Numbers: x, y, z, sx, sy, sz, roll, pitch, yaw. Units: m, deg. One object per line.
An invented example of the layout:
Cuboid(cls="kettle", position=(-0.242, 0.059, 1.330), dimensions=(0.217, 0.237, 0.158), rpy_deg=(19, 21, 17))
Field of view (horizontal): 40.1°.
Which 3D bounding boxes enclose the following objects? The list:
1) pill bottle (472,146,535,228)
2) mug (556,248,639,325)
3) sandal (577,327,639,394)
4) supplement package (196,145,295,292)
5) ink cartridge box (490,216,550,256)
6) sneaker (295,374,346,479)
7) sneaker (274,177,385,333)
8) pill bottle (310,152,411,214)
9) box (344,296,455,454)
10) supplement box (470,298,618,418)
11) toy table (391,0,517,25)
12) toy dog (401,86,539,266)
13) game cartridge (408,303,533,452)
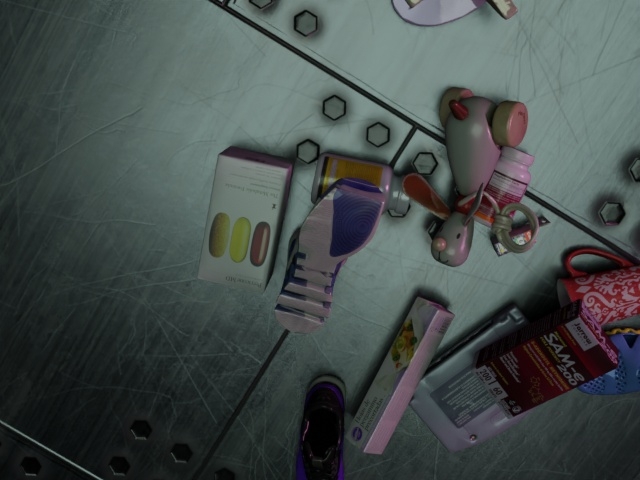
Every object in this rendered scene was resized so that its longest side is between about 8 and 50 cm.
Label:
Cuboid(cls="pill bottle", position=(0.344, -0.101, 1.659), dimensions=(0.086, 0.086, 0.152), rpy_deg=(23, 102, -1))
Cuboid(cls="mug", position=(0.549, 0.091, 1.676), dimensions=(0.169, 0.113, 0.150), rpy_deg=(-14, 105, 3))
Cuboid(cls="sandal", position=(0.644, 0.238, 1.690), dimensions=(0.317, 0.138, 0.126), rpy_deg=(-13, 103, 8))
Cuboid(cls="supplement package", position=(-0.141, -0.042, 1.680), dimensions=(0.139, 0.134, 0.244), rpy_deg=(11, 103, 2))
Cuboid(cls="ink cartridge box", position=(0.388, -0.007, 1.688), dimensions=(0.115, 0.063, 0.029), rpy_deg=(-22, 99, 8))
Cuboid(cls="sneaker", position=(-0.004, 0.433, 1.769), dimensions=(0.102, 0.146, 0.293), rpy_deg=(2, 102, 3))
Cuboid(cls="sneaker", position=(0.000, 0.001, 1.645), dimensions=(0.127, 0.182, 0.315), rpy_deg=(20, 118, -13))
Cuboid(cls="pill bottle", position=(0.079, -0.102, 1.667), dimensions=(0.184, 0.103, 0.103), rpy_deg=(11, 103, 2))
Cuboid(cls="box", position=(0.156, 0.268, 1.734), dimensions=(0.067, 0.063, 0.324), rpy_deg=(19, 100, -46))
Cuboid(cls="supplement box", position=(0.420, 0.225, 1.647), dimensions=(0.239, 0.073, 0.130), rpy_deg=(-34, 99, 28))
Cuboid(cls="toy table", position=(0.248, -0.490, 1.542), dimensions=(0.252, 0.161, 0.274), rpy_deg=(40, 101, -5))
Cuboid(cls="toy dog", position=(0.254, -0.126, 1.574), dimensions=(0.220, 0.161, 0.334), rpy_deg=(-9, 80, 39))
Cuboid(cls="game cartridge", position=(0.332, 0.288, 1.764), dimensions=(0.294, 0.060, 0.196), rpy_deg=(-38, 94, 11))
